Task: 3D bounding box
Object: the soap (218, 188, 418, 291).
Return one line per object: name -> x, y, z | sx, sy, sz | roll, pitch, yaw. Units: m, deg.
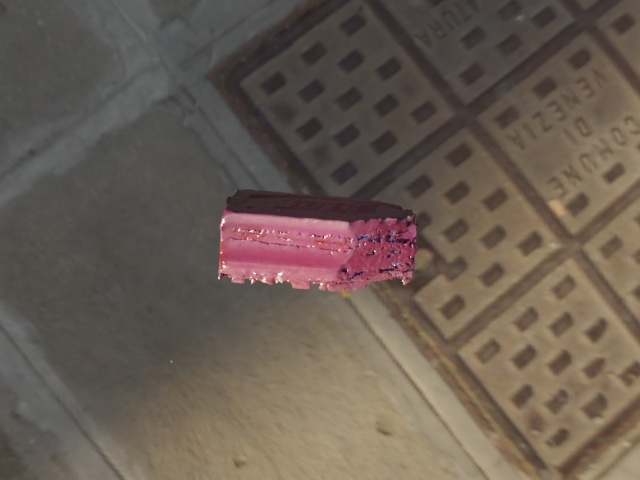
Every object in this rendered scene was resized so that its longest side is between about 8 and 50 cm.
soap -> 0.000, 0.000, 1.302 | 0.250, 0.162, 0.099 | 5, 103, 0
